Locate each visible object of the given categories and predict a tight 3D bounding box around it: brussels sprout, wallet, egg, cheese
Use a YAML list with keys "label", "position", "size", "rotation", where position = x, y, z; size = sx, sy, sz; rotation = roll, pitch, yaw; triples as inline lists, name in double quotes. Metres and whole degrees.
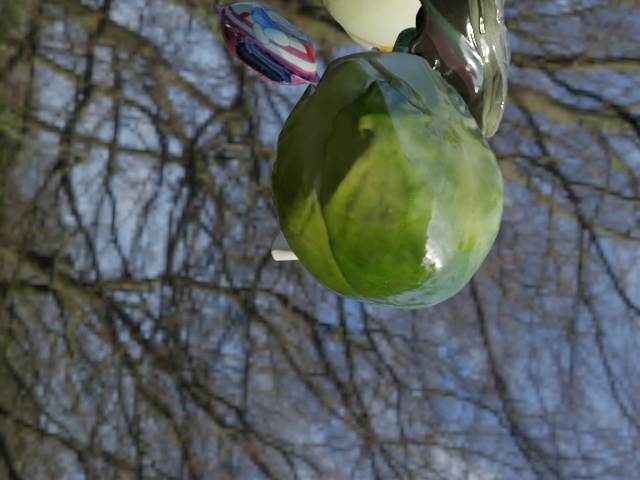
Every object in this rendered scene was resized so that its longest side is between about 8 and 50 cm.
- label: "brussels sprout"
  position: [0.040, -0.033, 0.772]
  size: [0.155, 0.117, 0.155]
  rotation: [2, -87, 49]
- label: "wallet"
  position: [0.000, 0.000, 1.654]
  size: [0.025, 0.122, 0.061]
  rotation: [64, 36, -36]
- label: "egg"
  position: [0.086, -0.411, 1.976]
  size: [0.264, 0.174, 0.286]
  rotation: [51, -50, 2]
- label: "cheese"
  position: [-0.038, -0.136, 0.922]
  size: [0.038, 0.095, 0.145]
  rotation: [-54, -169, 15]

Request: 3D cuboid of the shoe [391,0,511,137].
- label: "shoe"
  position: [0.103, -0.158, 1.054]
  size: [0.071, 0.099, 0.169]
  rotation: [-79, 164, -49]
